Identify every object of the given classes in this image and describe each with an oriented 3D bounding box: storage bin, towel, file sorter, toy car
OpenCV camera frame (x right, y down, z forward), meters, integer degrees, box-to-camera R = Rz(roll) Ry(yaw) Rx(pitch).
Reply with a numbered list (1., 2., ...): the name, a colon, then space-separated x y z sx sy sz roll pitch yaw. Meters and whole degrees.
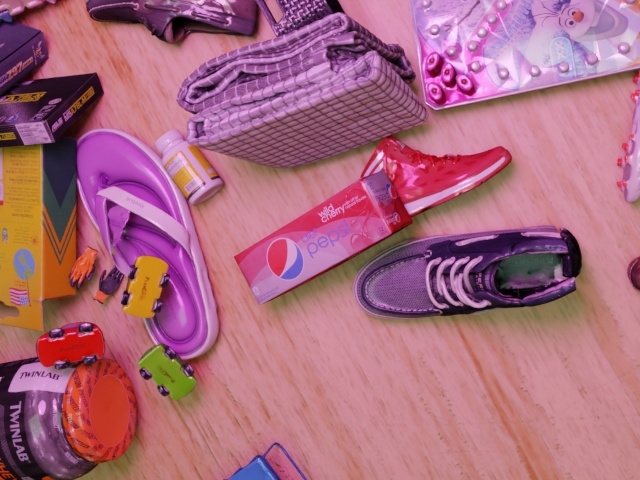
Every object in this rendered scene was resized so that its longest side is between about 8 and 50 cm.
1. storage bin: -0.025 -0.337 1.048 0.084 0.180 0.122 -29 88 14
2. towel: -0.019 -0.202 1.012 0.284 0.235 0.121 -17 77 24
3. file sorter: -0.111 0.424 1.178 0.170 0.104 0.118 -38 86 15
4. toy car: -0.284 0.160 1.143 0.239 0.053 0.225 -40 111 -2

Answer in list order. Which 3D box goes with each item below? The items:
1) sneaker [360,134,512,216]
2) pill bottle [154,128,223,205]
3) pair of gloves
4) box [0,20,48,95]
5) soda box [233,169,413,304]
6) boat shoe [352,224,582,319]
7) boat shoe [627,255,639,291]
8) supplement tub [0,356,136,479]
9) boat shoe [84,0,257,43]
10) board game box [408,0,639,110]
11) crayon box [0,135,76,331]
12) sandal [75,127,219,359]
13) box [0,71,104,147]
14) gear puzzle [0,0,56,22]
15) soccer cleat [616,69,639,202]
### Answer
1. sneaker: 0.157 -0.115 1.073 0.221 0.087 0.128 -27 90 14
2. pill bottle: -0.214 -0.119 1.175 0.065 0.065 0.116 -37 86 14
3. pair of gloves: -0.377 0.059 1.230 0.083 0.010 0.074 37 71 -27
4. box: -0.602 -0.311 1.199 0.233 0.183 0.059 21 138 12
5. soda box: 0.000 0.000 1.088 0.263 0.083 0.092 -30 86 32
6. boat shoe: 0.199 0.049 1.038 0.341 0.158 0.127 -15 91 15
7. boat shoe: 0.534 0.040 1.000 0.207 0.073 0.073 -13 91 14
8. supplement tub: -0.494 0.301 1.210 0.338 0.207 0.207 -12 92 15
9. boat shoe: -0.235 -0.356 1.142 0.285 0.103 0.092 0 90 8
10. board game box: 0.306 -0.409 1.005 0.390 0.050 0.389 -10 87 15
11. crayon box: -0.513 -0.018 1.231 0.202 0.081 0.318 6 97 26
12. sandal: -0.285 -0.001 1.184 0.169 0.102 0.416 -29 87 15
13. box: -0.474 -0.208 1.175 0.191 0.184 0.045 -2 127 15
14. gear puzzle: -0.563 -0.517 1.222 0.175 0.044 0.339 -27 84 -10
15. soccer cleat: 0.461 -0.146 1.005 0.076 0.068 0.196 10 94 10
